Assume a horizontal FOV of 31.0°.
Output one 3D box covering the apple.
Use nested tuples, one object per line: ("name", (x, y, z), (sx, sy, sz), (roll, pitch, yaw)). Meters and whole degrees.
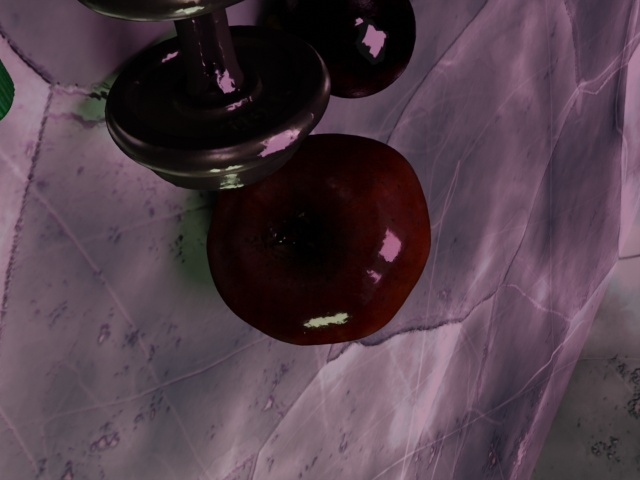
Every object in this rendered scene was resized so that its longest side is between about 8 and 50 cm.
("apple", (-0.002, 0.000, 1.149), (0.234, 0.234, 0.234), (-40, 140, -44))

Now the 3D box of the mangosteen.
("mangosteen", (0.017, -0.208, 1.145), (0.152, 0.152, 0.152), (-40, 140, -44))

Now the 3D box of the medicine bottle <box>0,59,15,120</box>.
("medicine bottle", (-0.268, -0.171, 0.694), (0.111, 0.076, 0.309), (-22, 146, -2))

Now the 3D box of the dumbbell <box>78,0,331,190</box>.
("dumbbell", (-0.091, -0.170, 0.900), (0.192, 0.192, 0.290), (-48, 144, -36))
